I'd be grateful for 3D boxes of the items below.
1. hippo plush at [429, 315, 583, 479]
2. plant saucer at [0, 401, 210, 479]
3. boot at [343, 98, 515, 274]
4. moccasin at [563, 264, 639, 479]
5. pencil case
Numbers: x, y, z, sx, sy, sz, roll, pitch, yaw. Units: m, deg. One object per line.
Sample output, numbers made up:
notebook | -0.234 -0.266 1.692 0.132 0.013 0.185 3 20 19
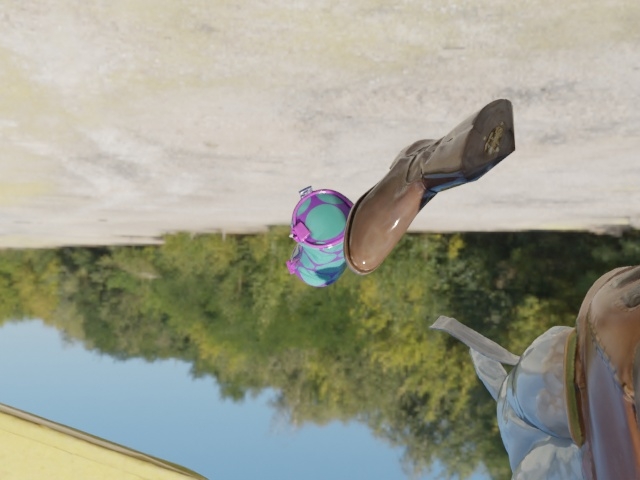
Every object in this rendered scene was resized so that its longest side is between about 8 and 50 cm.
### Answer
hippo plush | 0.176 0.200 0.565 0.294 0.237 0.234 15 167 31
plant saucer | -0.260 0.208 0.471 0.332 0.333 0.081 23 -165 -9
boot | 0.064 -0.030 0.473 0.037 0.106 0.114 33 163 -17
moccasin | 0.188 0.196 0.355 0.139 0.380 0.147 -20 180 -1
pencil case | 0.000 0.000 0.814 0.070 0.064 0.152 -19 163 -8
